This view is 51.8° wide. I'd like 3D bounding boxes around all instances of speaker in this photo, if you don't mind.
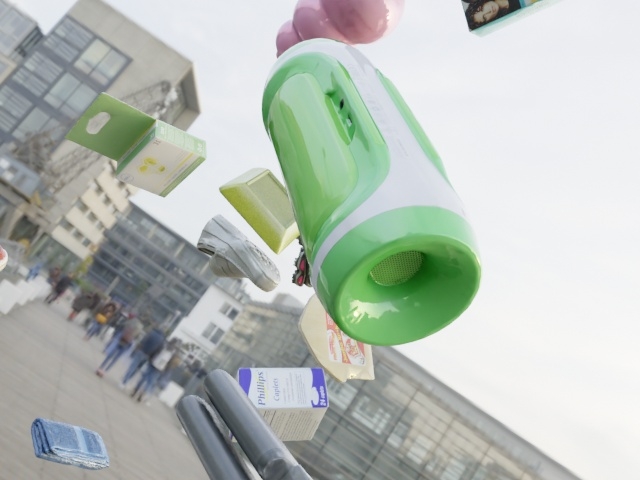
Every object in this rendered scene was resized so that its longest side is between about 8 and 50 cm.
[{"bbox_3d":[0.028,-0.059,0.555,0.131,0.131,0.296,47,16,-40],"label":"speaker"}]

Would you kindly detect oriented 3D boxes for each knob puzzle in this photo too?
[{"bbox_3d":[0.023,0.179,1.270,0.030,0.213,0.213,-24,-55,38],"label":"knob puzzle"}]

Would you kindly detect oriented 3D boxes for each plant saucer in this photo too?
[{"bbox_3d":[-0.109,-0.080,1.441,0.188,0.045,0.188,48,27,-3],"label":"plant saucer"}]

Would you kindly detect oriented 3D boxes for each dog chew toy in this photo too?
[{"bbox_3d":[0.031,-0.515,1.544,0.332,0.206,0.206,-30,-57,27],"label":"dog chew toy"}]

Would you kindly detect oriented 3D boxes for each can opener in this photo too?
[{"bbox_3d":[-0.043,0.222,0.586,0.095,0.076,0.283,51,-9,-33],"label":"can opener"}]

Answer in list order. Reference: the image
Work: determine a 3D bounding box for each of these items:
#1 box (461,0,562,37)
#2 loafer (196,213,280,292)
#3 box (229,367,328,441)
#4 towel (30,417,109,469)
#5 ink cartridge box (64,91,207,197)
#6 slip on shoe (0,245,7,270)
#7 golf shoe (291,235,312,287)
[{"bbox_3d":[0.371,-0.458,1.162,0.244,0.100,0.060,-17,-6,35],"label":"box"},{"bbox_3d":[-0.192,0.045,1.494,0.112,0.111,0.319,42,-3,-35],"label":"loafer"},{"bbox_3d":[-0.070,0.260,1.042,0.137,0.072,0.126,3,-40,-15],"label":"box"},{"bbox_3d":[-0.359,0.293,0.954,0.119,0.029,0.067,40,10,-50],"label":"towel"},{"bbox_3d":[-0.375,-0.186,1.342,0.235,0.056,0.171,21,-41,-38],"label":"ink cartridge box"},{"bbox_3d":[-0.712,-0.037,1.158,0.331,0.101,0.123,32,22,-19],"label":"slip on shoe"},{"bbox_3d":[0.000,0.000,1.643,0.120,0.105,0.272,12,-55,11],"label":"golf shoe"}]
